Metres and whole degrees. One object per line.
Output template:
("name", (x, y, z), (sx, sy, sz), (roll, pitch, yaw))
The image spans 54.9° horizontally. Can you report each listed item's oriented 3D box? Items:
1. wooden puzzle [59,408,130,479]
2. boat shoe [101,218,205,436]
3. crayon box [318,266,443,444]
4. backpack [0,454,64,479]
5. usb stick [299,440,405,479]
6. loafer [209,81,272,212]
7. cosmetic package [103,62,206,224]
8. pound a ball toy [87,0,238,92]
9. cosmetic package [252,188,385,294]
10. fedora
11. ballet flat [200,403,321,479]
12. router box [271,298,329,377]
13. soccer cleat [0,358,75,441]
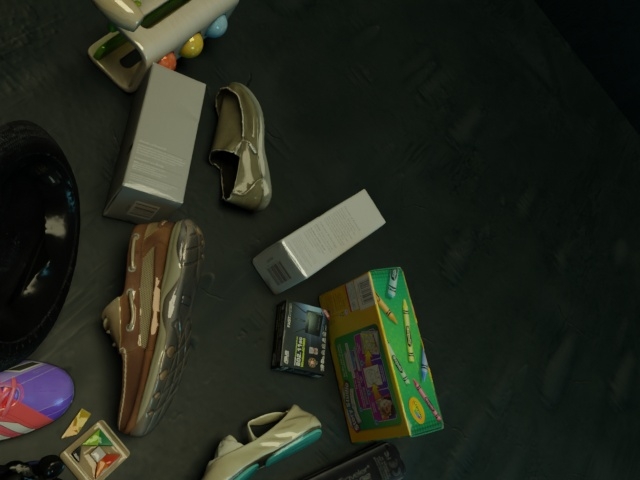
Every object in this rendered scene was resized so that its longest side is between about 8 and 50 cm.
("wooden puzzle", (-0.314, 0.298, 0.859), (0.116, 0.014, 0.078), (47, 52, -9))
("boat shoe", (-0.260, 0.123, 0.922), (0.116, 0.123, 0.325), (7, 72, 5))
("crayon box", (0.099, 0.204, 1.080), (0.081, 0.165, 0.279), (-3, 73, -35))
("backpack", (-0.358, 0.385, 0.637), (0.213, 0.276, 0.263), (49, 38, -29))
("usb stick", (0.028, 0.412, 1.022), (0.278, 0.045, 0.077), (-11, 70, -36))
("loafer", (-0.153, -0.174, 1.116), (0.087, 0.094, 0.251), (-3, 72, -39))
("cosmetic package", (-0.270, -0.153, 1.010), (0.107, 0.127, 0.238), (16, 61, -27))
("pound a ball toy", (-0.259, -0.385, 1.063), (0.136, 0.208, 0.319), (44, 52, -10))
("cosmetic package", (0.000, 0.000, 1.132), (0.231, 0.117, 0.085), (-35, 93, -39))
("fedora", (-0.438, 0.003, 0.780), (0.152, 0.334, 0.334), (3, 64, 3))
("ballet flat", (-0.109, 0.327, 0.954), (0.248, 0.086, 0.086), (-20, 82, -39))
("router box", (-0.034, 0.173, 1.084), (0.092, 0.038, 0.123), (17, 62, -27))
("soccer cleat", (-0.458, 0.188, 0.743), (0.318, 0.116, 0.109), (9, 66, -31))
